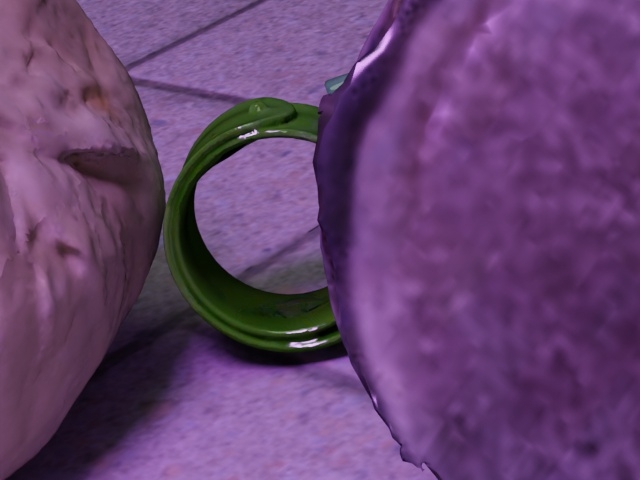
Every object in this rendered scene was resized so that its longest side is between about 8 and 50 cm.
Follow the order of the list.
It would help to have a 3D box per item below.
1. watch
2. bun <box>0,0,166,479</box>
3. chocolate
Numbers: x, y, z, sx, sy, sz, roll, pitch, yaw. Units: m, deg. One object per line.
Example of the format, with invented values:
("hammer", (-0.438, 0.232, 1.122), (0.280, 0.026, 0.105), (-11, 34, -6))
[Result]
("watch", (0.000, 0.000, 0.908), (0.152, 0.165, 0.131), (-31, 15, 10))
("bun", (-0.235, -0.035, 0.834), (0.361, 0.361, 0.213), (-30, 4, -31))
("chocolate", (0.157, -0.006, 0.711), (0.303, 0.303, 0.213), (-11, -3, 5))
